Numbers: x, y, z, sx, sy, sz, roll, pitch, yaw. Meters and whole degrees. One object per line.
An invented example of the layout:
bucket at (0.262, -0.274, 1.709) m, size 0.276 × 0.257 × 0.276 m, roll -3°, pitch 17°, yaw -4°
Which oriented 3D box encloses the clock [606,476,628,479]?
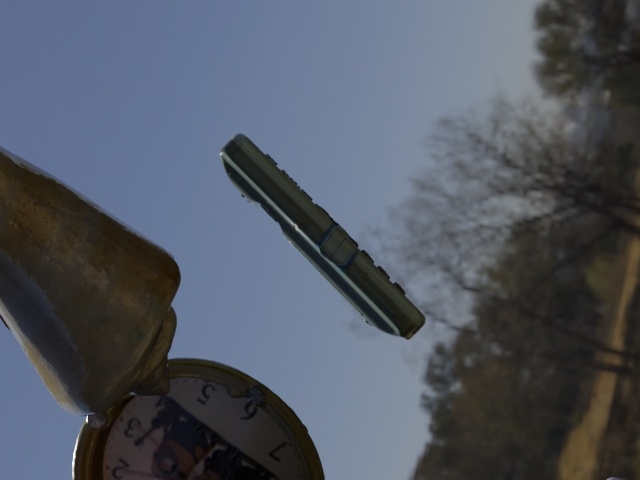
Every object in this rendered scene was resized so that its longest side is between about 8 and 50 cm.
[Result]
clock at (0.460, 0.532, 2.142) m, size 0.250 × 0.368 × 0.376 m, roll 22°, pitch -104°, yaw -35°

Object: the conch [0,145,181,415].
conch at (-0.180, 0.009, 1.060) m, size 0.255 × 0.127 × 0.158 m, roll 62°, pitch 167°, yaw -21°

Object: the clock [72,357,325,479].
clock at (-0.101, 0.210, 1.297) m, size 0.057 × 0.237 × 0.237 m, roll -31°, pitch -48°, yaw -71°

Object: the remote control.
remote control at (0.000, 0.000, 1.903) m, size 0.065 × 0.335 × 0.128 m, roll -45°, pitch -10°, yaw 2°
